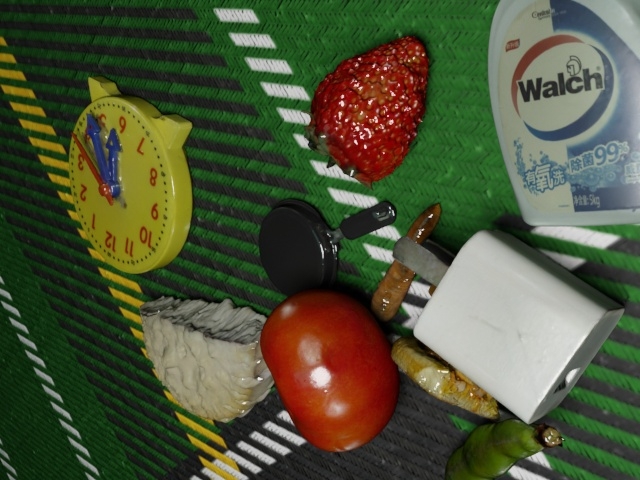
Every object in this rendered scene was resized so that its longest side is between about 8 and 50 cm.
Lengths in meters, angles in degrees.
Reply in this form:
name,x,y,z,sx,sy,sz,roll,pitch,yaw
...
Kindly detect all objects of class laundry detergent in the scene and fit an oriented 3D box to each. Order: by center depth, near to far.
name,x,y,z,sx,sy,sz,roll,pitch,yaw
laundry detergent,0.241,-0.157,0.597,0.214,0.105,0.281,-1,100,43

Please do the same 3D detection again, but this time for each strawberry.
name,x,y,z,sx,sy,sz,roll,pitch,yaw
strawberry,0.054,-0.138,0.777,0.131,0.148,0.131,45,170,11

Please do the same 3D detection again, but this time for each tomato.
name,x,y,z,sx,sy,sz,roll,pitch,yaw
tomato,0.013,0.147,0.851,0.195,0.136,0.195,61,170,19

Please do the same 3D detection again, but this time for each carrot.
name,x,y,z,sx,sy,sz,roll,pitch,yaw
carrot,0.097,0.028,0.829,0.035,0.035,0.165,41,124,26

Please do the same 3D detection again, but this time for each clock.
name,x,y,z,sx,sy,sz,roll,pitch,yaw
clock,-0.310,-0.087,1.138,0.277,0.071,0.294,23,117,35

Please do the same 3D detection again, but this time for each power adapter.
name,x,y,z,sx,sy,sz,roll,pitch,yaw
power adapter,0.160,0.057,0.702,0.205,0.130,0.125,37,107,29

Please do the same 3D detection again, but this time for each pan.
name,x,y,z,sx,sy,sz,roll,pitch,yaw
pan,0.000,0.000,0.911,0.235,0.028,0.136,-25,86,43

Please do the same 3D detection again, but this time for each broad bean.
name,x,y,z,sx,sy,sz,roll,pitch,yaw
broad bean,0.173,0.226,0.765,0.297,0.043,0.060,108,145,-57

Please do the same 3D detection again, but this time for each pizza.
name,x,y,z,sx,sy,sz,roll,pitch,yaw
pizza,0.137,0.136,0.773,0.134,0.175,0.046,29,92,-8

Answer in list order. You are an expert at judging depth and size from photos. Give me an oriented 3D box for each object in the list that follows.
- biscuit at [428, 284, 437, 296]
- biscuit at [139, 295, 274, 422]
name,x,y,z,sx,sy,sz,roll,pitch,yaw
biscuit,0.159,0.077,0.798,0.082,0.016,0.092,-3,102,38
biscuit,-0.164,0.178,1.074,0.281,0.084,0.179,1,102,41
